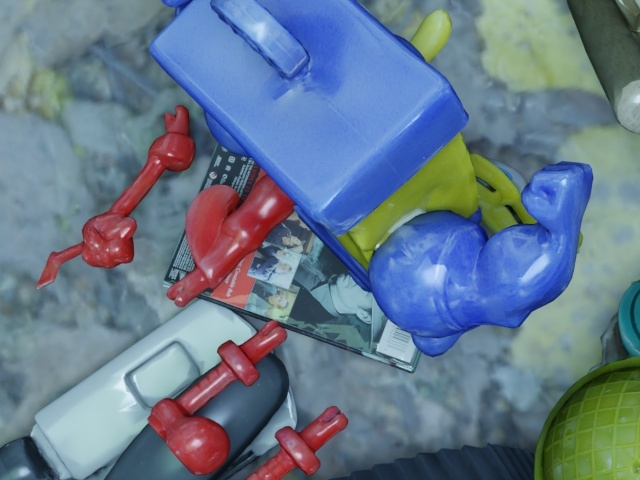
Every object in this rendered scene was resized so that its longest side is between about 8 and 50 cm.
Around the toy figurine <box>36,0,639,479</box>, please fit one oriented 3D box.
[{"bbox_3d":[0.005,0.005,0.702,0.191,0.217,0.362,-38,55,-6],"label":"toy figurine"}]

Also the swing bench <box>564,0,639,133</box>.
[{"bbox_3d":[0.224,-0.114,0.745,0.253,0.254,0.165,-31,121,12],"label":"swing bench"}]

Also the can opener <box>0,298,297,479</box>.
[{"bbox_3d":[-0.136,0.127,0.880,0.283,0.095,0.076,-35,86,4],"label":"can opener"}]

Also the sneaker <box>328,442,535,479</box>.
[{"bbox_3d":[-0.038,0.178,0.816,0.319,0.112,0.131,-6,126,-7],"label":"sneaker"}]

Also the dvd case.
[{"bbox_3d":[0.000,0.000,0.878,0.119,0.013,0.087,18,79,10],"label":"dvd case"}]

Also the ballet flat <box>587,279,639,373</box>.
[{"bbox_3d":[0.316,0.039,0.791,0.409,0.147,0.147,-12,91,14],"label":"ballet flat"}]
